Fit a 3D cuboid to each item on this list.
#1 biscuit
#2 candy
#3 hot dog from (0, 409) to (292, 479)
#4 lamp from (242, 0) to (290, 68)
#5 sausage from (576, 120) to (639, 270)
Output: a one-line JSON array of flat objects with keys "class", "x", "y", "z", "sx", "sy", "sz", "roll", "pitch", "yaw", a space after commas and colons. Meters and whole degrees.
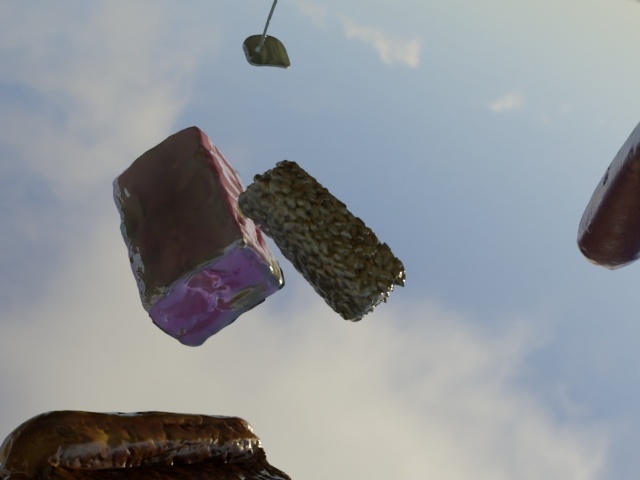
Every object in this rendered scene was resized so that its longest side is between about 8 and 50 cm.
[{"class": "biscuit", "x": 0.000, "y": 0.000, "z": 0.969, "sx": 0.168, "sy": 0.082, "sz": 0.070, "roll": 46, "pitch": -124, "yaw": 0}, {"class": "candy", "x": -0.158, "y": -0.008, "z": 1.304, "sx": 0.115, "sy": 0.156, "sz": 0.265, "roll": 52, "pitch": -172, "yaw": -42}, {"class": "hot dog", "x": -0.164, "y": 0.248, "z": 1.024, "sx": 0.349, "sy": 0.117, "sz": 0.158, "roll": 13, "pitch": -149, "yaw": -52}, {"class": "lamp", "x": -0.033, "y": -0.265, "z": 1.132, "sx": 0.056, "sy": 0.198, "sz": 0.050, "roll": -3, "pitch": -123, "yaw": -25}, {"class": "sausage", "x": 0.419, "y": -0.079, "z": 1.344, "sx": 0.097, "sy": 0.348, "sz": 0.094, "roll": 7, "pitch": -127, "yaw": -6}]
